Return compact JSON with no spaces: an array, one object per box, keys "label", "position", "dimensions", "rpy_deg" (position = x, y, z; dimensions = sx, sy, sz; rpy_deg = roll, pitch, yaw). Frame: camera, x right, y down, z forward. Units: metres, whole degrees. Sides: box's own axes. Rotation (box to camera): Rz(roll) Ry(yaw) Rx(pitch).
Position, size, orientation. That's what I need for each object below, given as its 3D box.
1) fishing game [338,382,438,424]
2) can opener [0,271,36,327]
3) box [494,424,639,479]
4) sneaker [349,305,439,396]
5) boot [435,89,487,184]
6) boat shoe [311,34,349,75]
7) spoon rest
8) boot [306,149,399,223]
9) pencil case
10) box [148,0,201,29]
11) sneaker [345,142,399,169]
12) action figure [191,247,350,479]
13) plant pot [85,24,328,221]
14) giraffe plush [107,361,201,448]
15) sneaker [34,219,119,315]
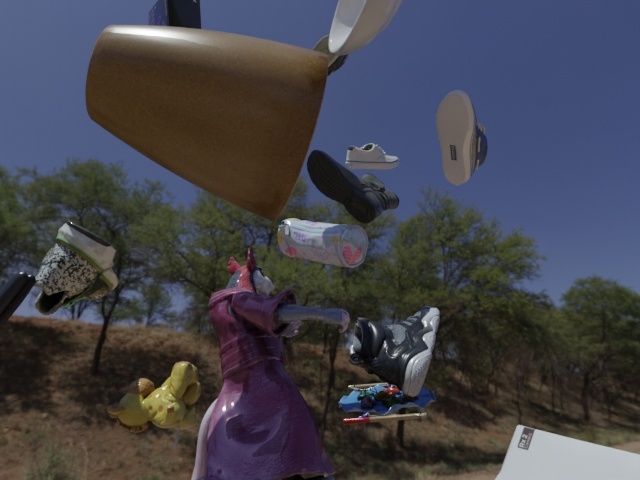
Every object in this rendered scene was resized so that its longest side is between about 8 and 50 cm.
[{"label":"fishing game","position":[0.126,0.294,0.767],"dimensions":[0.190,0.041,0.264],"rpy_deg":[-7,-9,9]},{"label":"can opener","position":[-0.534,0.130,0.643],"dimensions":[0.073,0.186,0.059],"rpy_deg":[36,-13,-8]},{"label":"box","position":[0.295,0.331,0.435],"dimensions":[0.119,0.180,0.182],"rpy_deg":[44,-27,-14]},{"label":"sneaker","position":[0.147,0.188,0.799],"dimensions":[0.153,0.101,0.269],"rpy_deg":[16,21,17]},{"label":"boot","position":[0.267,-0.201,0.741],"dimensions":[0.069,0.086,0.189],"rpy_deg":[30,-30,37]},{"label":"boat shoe","position":[-0.027,-0.434,1.045],"dimensions":[0.233,0.083,0.079],"rpy_deg":[-27,-1,32]},{"label":"spoon rest","position":[0.070,-0.331,0.416],"dimensions":[0.084,0.137,0.276],"rpy_deg":[21,-75,-20]},{"label":"boot","position":[0.086,-0.151,1.063],"dimensions":[0.161,0.246,0.083],"rpy_deg":[-33,-15,-52]},{"label":"pencil case","position":[0.000,0.000,1.106],"dimensions":[0.273,0.113,0.124],"rpy_deg":[10,-47,45]},{"label":"box","position":[-0.485,-0.704,1.328],"dimensions":[0.108,0.153,0.207],"rpy_deg":[-5,5,-38]},{"label":"sneaker","position":[0.203,-0.314,1.493],"dimensions":[0.258,0.091,0.094],"rpy_deg":[-11,22,-39]},{"label":"action figure","position":[-0.106,0.187,0.592],"dimensions":[0.276,0.369,0.248],"rpy_deg":[-10,-27,-23]},{"label":"plant pot","position":[-0.150,-0.172,0.526],"dimensions":[0.255,0.236,0.237],"rpy_deg":[15,-27,-17]},{"label":"giraffe plush","position":[-0.412,0.405,0.991],"dimensions":[0.171,0.210,0.181],"rpy_deg":[1,-59,2]},{"label":"sneaker","position":[-0.609,0.096,0.960],"dimensions":[0.158,0.182,0.410],"rpy_deg":[38,-33,-7]}]
